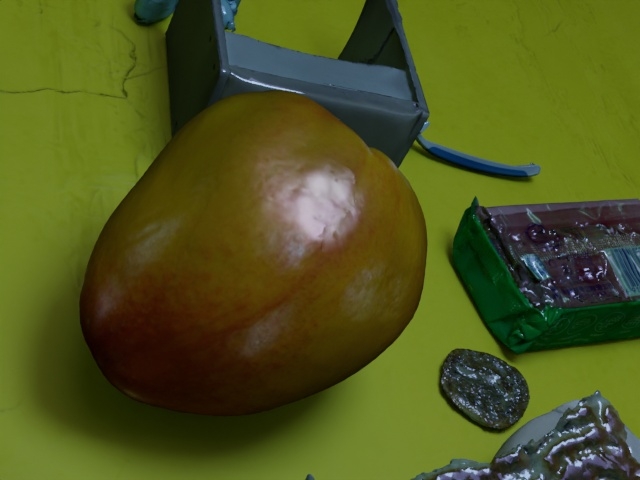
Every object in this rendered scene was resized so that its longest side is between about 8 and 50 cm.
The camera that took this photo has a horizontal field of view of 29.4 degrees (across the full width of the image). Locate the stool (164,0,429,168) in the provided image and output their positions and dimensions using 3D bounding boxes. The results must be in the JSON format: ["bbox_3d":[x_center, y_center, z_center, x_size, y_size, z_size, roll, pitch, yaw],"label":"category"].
[{"bbox_3d":[-0.038,-0.194,1.421,0.243,0.170,0.270,10,45,-21],"label":"stool"}]

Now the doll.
[{"bbox_3d":[-0.171,-0.319,1.552,0.158,0.059,0.159,-10,53,-35],"label":"doll"}]

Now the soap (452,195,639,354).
[{"bbox_3d":[0.308,0.040,1.436,0.273,0.098,0.218,-5,52,-31],"label":"soap"}]

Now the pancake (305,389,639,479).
[{"bbox_3d":[0.154,0.313,1.048,0.426,0.067,0.305,-14,76,-15],"label":"pancake"}]

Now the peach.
[{"bbox_3d":[-0.062,0.029,1.120,0.289,0.289,0.308,30,79,1],"label":"peach"}]

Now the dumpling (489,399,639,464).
[{"bbox_3d":[0.238,0.249,1.168,0.162,0.132,0.250,38,48,7],"label":"dumpling"}]

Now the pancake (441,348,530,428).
[{"bbox_3d":[0.176,0.156,1.311,0.108,0.017,0.108,16,40,-14],"label":"pancake"}]

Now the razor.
[{"bbox_3d":[0.195,-0.109,1.566,0.191,0.037,0.068,18,1,-18],"label":"razor"}]
